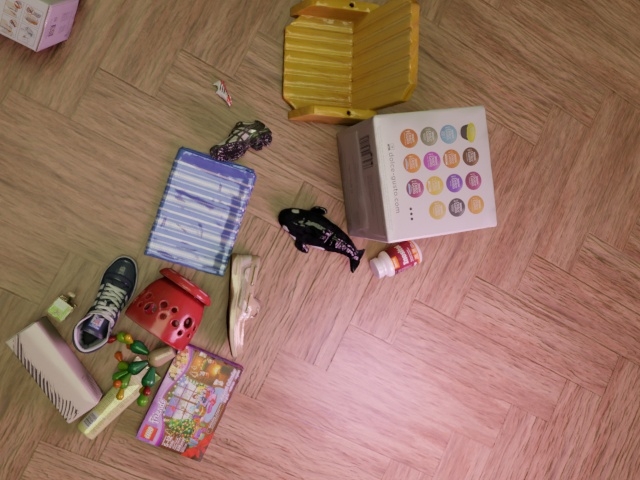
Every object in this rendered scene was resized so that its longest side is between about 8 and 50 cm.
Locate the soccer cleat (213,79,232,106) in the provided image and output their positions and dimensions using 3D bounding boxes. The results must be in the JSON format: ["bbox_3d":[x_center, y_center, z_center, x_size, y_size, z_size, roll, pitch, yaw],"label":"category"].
[{"bbox_3d":[-0.288,-0.432,1.650,0.036,0.029,0.083,-23,93,-5],"label":"soccer cleat"}]

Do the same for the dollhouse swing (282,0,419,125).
[{"bbox_3d":[0.075,-0.532,1.602,0.315,0.305,0.347,2,91,-15],"label":"dollhouse swing"}]

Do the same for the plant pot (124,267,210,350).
[{"bbox_3d":[-0.409,0.186,1.544,0.191,0.191,0.174,39,76,-12],"label":"plant pot"}]

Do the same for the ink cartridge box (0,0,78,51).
[{"bbox_3d":[-0.806,-0.636,1.434,0.309,0.272,0.130,25,115,-13],"label":"ink cartridge box"}]

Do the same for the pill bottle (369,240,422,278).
[{"bbox_3d":[0.237,0.062,1.763,0.152,0.086,0.086,-24,97,-13],"label":"pill bottle"}]

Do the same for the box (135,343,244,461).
[{"bbox_3d":[-0.376,0.465,1.622,0.201,0.057,0.293,26,84,-13],"label":"box"}]

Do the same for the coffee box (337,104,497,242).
[{"bbox_3d":[0.270,-0.188,1.638,0.334,0.338,0.337,-8,94,-14],"label":"coffee box"}]

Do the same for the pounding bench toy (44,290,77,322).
[{"bbox_3d":[-0.698,0.174,1.529,0.052,0.065,0.083,41,81,-11],"label":"pounding bench toy"}]

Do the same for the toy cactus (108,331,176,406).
[{"bbox_3d":[-0.493,0.334,1.537,0.180,0.112,0.219,-24,61,-7],"label":"toy cactus"}]

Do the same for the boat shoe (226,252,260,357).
[{"bbox_3d":[-0.221,0.190,1.637,0.098,0.109,0.302,3,84,-14],"label":"boat shoe"}]

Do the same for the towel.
[{"bbox_3d":[-0.346,-0.083,1.633,0.243,0.040,0.336,18,86,-14],"label":"towel"}]

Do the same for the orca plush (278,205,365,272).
[{"bbox_3d":[0.000,0.000,1.673,0.287,0.102,0.151,44,99,-9],"label":"orca plush"}]

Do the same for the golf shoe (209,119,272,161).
[{"bbox_3d":[-0.243,-0.297,1.641,0.198,0.077,0.094,-22,65,-25],"label":"golf shoe"}]

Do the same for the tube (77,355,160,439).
[{"bbox_3d":[-0.570,0.448,1.575,0.240,0.062,0.070,-47,134,-15],"label":"tube"}]

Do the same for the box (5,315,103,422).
[{"bbox_3d":[-0.711,0.345,1.506,0.094,0.113,0.275,-35,98,-11],"label":"box"}]

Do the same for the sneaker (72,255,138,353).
[{"bbox_3d":[-0.580,0.176,1.515,0.099,0.153,0.282,26,84,-14],"label":"sneaker"}]
